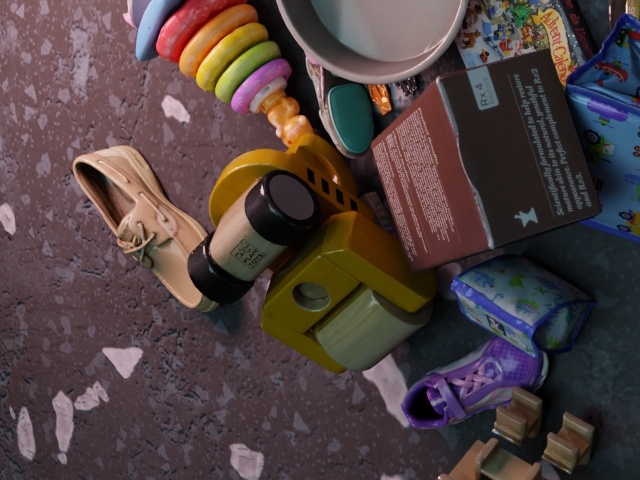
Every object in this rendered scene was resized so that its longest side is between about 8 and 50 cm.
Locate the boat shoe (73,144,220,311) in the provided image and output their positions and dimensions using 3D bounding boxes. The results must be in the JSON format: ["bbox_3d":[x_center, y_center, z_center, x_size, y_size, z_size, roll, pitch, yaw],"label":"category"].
[{"bbox_3d":[-0.284,-0.012,2.057,0.341,0.110,0.122,49,127,22],"label":"boat shoe"}]

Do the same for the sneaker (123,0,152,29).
[{"bbox_3d":[-0.264,-0.473,1.936,0.131,0.112,0.319,11,105,36],"label":"sneaker"}]

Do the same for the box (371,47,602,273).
[{"bbox_3d":[0.179,-0.080,1.491,0.381,0.143,0.191,147,106,-82],"label":"box"}]

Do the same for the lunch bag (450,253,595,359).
[{"bbox_3d":[0.248,0.082,1.581,0.128,0.151,0.096,32,105,31],"label":"lunch bag"}]

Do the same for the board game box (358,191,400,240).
[{"bbox_3d":[0.047,0.013,1.830,0.154,0.026,0.103,-39,74,39],"label":"board game box"}]

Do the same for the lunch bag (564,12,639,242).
[{"bbox_3d":[0.413,-0.076,1.390,0.293,0.138,0.221,30,150,22],"label":"lunch bag"}]

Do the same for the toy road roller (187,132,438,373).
[{"bbox_3d":[0.000,0.000,1.753,0.329,0.241,0.202,35,129,-14],"label":"toy road roller"}]

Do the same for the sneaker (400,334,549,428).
[{"bbox_3d":[0.198,0.194,1.689,0.236,0.104,0.095,-34,75,39],"label":"sneaker"}]

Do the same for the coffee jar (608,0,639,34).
[{"bbox_3d":[0.412,-0.247,1.419,0.184,0.079,0.096,0,99,42],"label":"coffee jar"}]

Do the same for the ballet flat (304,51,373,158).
[{"bbox_3d":[0.019,-0.215,1.783,0.079,0.076,0.222,-26,77,60],"label":"ballet flat"}]

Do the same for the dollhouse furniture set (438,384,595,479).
[{"bbox_3d":[0.278,0.348,1.593,0.242,0.212,0.161,28,147,28],"label":"dollhouse furniture set"}]

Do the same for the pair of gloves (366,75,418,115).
[{"bbox_3d":[0.097,-0.220,1.746,0.083,0.010,0.074,-33,76,38],"label":"pair of gloves"}]

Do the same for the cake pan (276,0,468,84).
[{"bbox_3d":[0.070,-0.349,1.621,0.293,0.054,0.293,12,113,30],"label":"cake pan"}]

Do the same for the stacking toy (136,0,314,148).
[{"bbox_3d":[-0.109,-0.248,1.842,0.302,0.165,0.175,48,143,9],"label":"stacking toy"}]

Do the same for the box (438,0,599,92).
[{"bbox_3d":[0.247,-0.260,1.582,0.159,0.044,0.233,-29,81,41],"label":"box"}]
